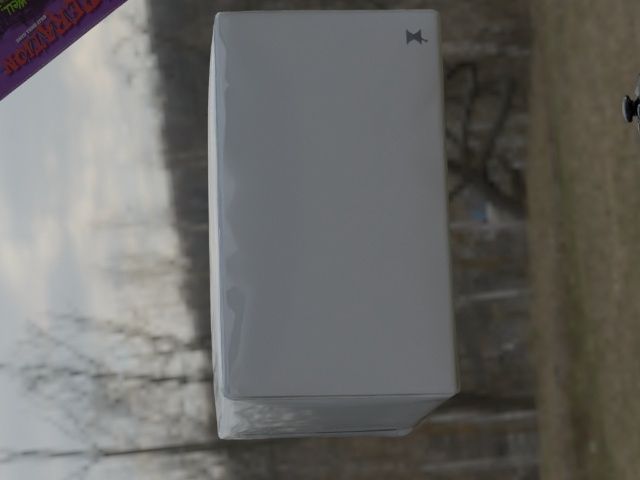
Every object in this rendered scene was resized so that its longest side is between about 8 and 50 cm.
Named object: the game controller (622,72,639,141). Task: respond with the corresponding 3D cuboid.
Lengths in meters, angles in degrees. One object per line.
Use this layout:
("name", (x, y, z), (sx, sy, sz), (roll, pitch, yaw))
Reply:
("game controller", (0.265, 0.035, 1.269), (0.166, 0.067, 0.319), (-40, -56, -71))

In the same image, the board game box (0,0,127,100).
("board game box", (-0.280, -0.141, 1.011), (0.056, 0.347, 0.208), (1, 128, 49))

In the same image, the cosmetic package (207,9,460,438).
("cosmetic package", (0.000, 0.000, 1.053), (0.225, 0.138, 0.224), (112, 157, -76))
